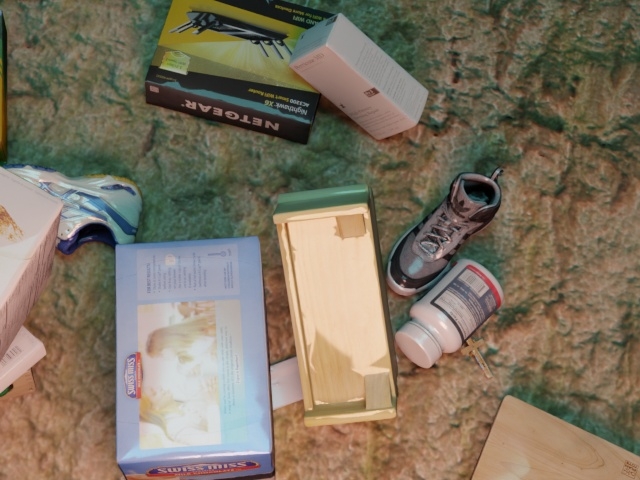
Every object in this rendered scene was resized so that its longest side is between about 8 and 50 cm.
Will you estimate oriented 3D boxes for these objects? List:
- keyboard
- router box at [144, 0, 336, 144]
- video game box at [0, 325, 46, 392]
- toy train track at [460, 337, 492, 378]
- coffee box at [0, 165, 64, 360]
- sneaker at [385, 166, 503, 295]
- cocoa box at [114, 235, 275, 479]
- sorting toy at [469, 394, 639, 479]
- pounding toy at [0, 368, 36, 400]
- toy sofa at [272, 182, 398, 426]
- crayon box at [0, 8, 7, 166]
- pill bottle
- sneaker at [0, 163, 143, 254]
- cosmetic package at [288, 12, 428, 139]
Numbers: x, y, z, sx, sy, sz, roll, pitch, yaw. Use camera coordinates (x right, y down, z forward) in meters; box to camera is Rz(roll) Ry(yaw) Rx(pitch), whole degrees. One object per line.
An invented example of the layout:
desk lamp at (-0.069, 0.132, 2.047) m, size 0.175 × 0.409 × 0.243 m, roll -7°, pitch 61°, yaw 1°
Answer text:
keyboard at (0.002, 0.214, 1.950) m, size 0.256 × 0.014 × 0.072 m, roll -19°, pitch 75°, yaw -15°
router box at (-0.140, -0.331, 2.134) m, size 0.308 × 0.081 × 0.243 m, roll 14°, pitch 65°, yaw -1°
video game box at (-0.557, 0.173, 1.780) m, size 0.187 × 0.048 × 0.205 m, roll 40°, pitch 65°, yaw 18°
toy train track at (0.266, 0.197, 1.990) m, size 0.048 × 0.014 × 0.083 m, roll -24°, pitch 77°, yaw -24°
coffee box at (-0.580, 0.053, 1.582) m, size 0.337 × 0.338 × 0.334 m, roll 29°, pitch 66°, yaw -4°
sneaker at (0.215, -0.026, 2.004) m, size 0.101 × 0.153 × 0.268 m, roll 42°, pitch 68°, yaw 12°
cocoa box at (-0.193, 0.194, 1.805) m, size 0.231 × 0.228 × 0.347 m, roll -3°, pitch 67°, yaw -4°
sorting toy at (0.356, 0.420, 1.860) m, size 0.257 × 0.089 × 0.256 m, roll 25°, pitch 66°, yaw 4°
pounding toy at (-0.522, 0.212, 1.847) m, size 0.130 × 0.100 × 0.141 m, roll -13°, pitch 58°, yaw -13°
toy sofa at (0.028, 0.097, 1.852) m, size 0.150 × 0.177 × 0.363 m, roll -7°, pitch 104°, yaw 6°
crayon box at (-0.649, -0.245, 2.030) m, size 0.203 × 0.083 × 0.323 m, roll -3°, pitch 67°, yaw -9°
pill bottle at (0.212, 0.125, 1.962) m, size 0.108 × 0.108 × 0.180 m, roll 43°, pitch 68°, yaw 12°
sneaker at (-0.448, -0.045, 1.951) m, size 0.296 × 0.112 × 0.131 m, roll 3°, pitch 66°, yaw -5°
cosmetic package at (0.068, -0.285, 2.065) m, size 0.231 × 0.117 × 0.086 m, roll 35°, pitch 59°, yaw -26°
